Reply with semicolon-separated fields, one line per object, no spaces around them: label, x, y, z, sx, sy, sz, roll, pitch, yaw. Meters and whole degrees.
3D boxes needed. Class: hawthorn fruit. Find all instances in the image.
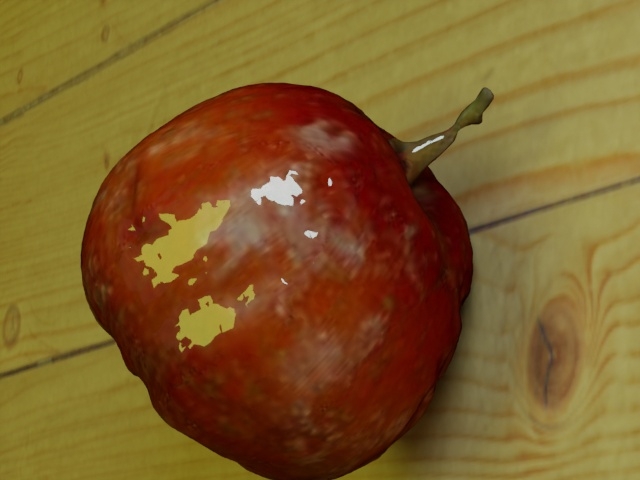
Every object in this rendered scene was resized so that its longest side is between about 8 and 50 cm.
hawthorn fruit;0.000;0.000;1.196;0.272;0.242;0.242;-48;41;13
